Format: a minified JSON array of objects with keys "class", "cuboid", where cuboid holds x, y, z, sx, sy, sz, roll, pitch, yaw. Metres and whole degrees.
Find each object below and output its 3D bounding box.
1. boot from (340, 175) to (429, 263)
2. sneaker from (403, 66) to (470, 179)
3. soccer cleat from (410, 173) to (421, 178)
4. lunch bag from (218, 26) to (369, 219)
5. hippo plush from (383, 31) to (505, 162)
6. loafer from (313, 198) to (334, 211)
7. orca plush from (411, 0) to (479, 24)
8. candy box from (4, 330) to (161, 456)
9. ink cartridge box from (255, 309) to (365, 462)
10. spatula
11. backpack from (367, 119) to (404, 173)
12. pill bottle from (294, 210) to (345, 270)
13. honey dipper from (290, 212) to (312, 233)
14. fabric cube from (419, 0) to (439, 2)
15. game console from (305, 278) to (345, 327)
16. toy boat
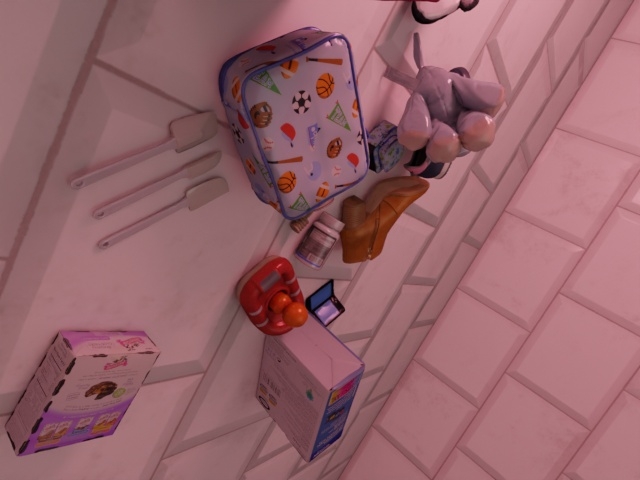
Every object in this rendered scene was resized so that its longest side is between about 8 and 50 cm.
[{"class":"boot","cuboid":[0.183,-0.057,1.182,0.295,0.104,0.211,-21,130,-21]},{"class":"sneaker","cuboid":[0.331,-0.333,1.161,0.131,0.112,0.319,1,111,-22]},{"class":"soccer cleat","cuboid":[0.230,-0.134,1.252,0.196,0.076,0.068,-37,-172,-3]},{"class":"lunch bag","cuboid":[-0.027,-0.197,0.722,0.243,0.115,0.303,-34,135,-20]},{"class":"hippo plush","cuboid":[0.281,-0.286,1.005,0.234,0.294,0.236,-52,165,-2]},{"class":"loafer","cuboid":[-0.023,-0.088,0.939,0.125,0.045,0.039,-27,128,-22]},{"class":"orca plush","cuboid":[0.282,-0.589,0.893,0.151,0.102,0.287,22,90,-14]},{"class":"candy box","cuboid":[-0.406,0.255,0.708,0.196,0.070,0.165,-58,149,5]},{"class":"ink cartridge box","cuboid":[-0.049,0.439,1.191,0.151,0.270,0.395,-17,132,-40]},{"class":"spatula","cuboid":[-0.255,-0.094,0.643,0.242,0.019,0.168,-34,149,-31]},{"class":"backpack","cuboid":[0.164,-0.236,1.029,0.114,0.084,0.105,-50,152,-15]},{"class":"pill bottle","cuboid":[0.000,0.000,1.029,0.137,0.078,0.078,-59,150,5]},{"class":"honey dipper","cuboid":[-0.011,-0.083,0.984,0.160,0.030,0.030,-48,149,-17]},{"class":"fabric cube","cuboid":[-0.002,-0.428,0.447,0.258,0.254,0.259,-26,139,-38]},{"class":"game console","cuboid":[0.018,0.201,1.258,0.122,0.107,0.071,-34,171,-32]},{"class":"toy boat","cuboid":[-0.092,0.154,0.974,0.151,0.151,0.231,-43,147,-21]}]
